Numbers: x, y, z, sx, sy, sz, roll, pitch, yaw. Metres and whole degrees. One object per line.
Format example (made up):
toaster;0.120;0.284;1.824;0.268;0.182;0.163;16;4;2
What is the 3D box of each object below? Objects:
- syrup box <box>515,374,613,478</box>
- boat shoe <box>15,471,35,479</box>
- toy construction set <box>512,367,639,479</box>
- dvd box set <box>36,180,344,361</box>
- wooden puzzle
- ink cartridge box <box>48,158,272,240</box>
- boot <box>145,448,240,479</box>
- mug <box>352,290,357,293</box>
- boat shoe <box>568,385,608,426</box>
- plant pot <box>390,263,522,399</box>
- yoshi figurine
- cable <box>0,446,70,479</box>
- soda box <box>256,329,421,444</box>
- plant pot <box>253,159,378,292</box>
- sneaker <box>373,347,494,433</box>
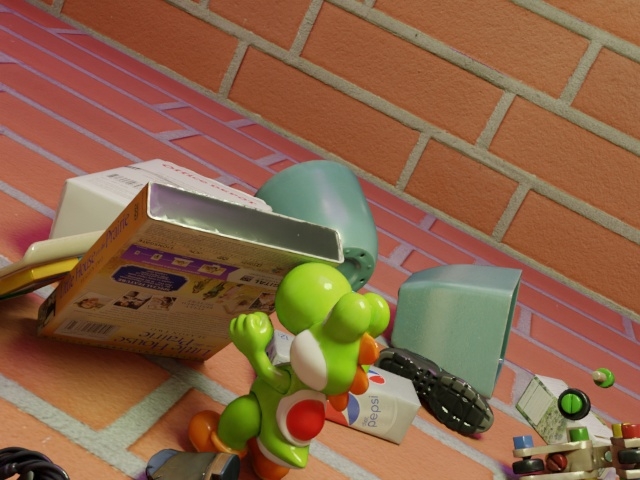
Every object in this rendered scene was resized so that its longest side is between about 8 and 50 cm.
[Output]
syrup box;0.538;0.401;1.836;0.096;0.093;0.237;16;20;-29
boat shoe;-0.255;0.346;0.891;0.103;0.092;0.285;4;27;-48
toy construction set;0.530;0.439;1.571;0.237;0.257;0.309;22;34;-55
dvd box set;-0.209;0.069;1.279;0.308;0.420;0.062;14;56;-32
wooden puzzle;-0.444;0.055;1.296;0.044;0.239;0.221;66;24;3
ink cartridge box;-0.296;-0.019;1.649;0.285;0.166;0.395;24;16;8
boot;-0.194;0.336;1.083;0.106;0.082;0.219;8;17;18
mug;0.039;0.171;1.795;0.129;0.097;0.158;27;18;1
boat shoe;0.588;0.414;1.928;0.073;0.073;0.207;-19;28;-11
plant pot;0.301;0.179;1.923;0.252;0.247;0.248;13;14;16
yoshi figurine;-0.041;0.172;1.204;0.203;0.362;0.203;38;28;2
cable;-0.350;0.282;0.889;0.184;0.150;0.047;17;-32;35
soda box;0.031;0.265;1.526;0.286;0.091;0.098;22;17;-13
plant pot;0.000;0.000;1.953;0.293;0.293;0.235;13;36;-36
sneaker;0.241;0.293;1.727;0.267;0.101;0.106;32;16;19
